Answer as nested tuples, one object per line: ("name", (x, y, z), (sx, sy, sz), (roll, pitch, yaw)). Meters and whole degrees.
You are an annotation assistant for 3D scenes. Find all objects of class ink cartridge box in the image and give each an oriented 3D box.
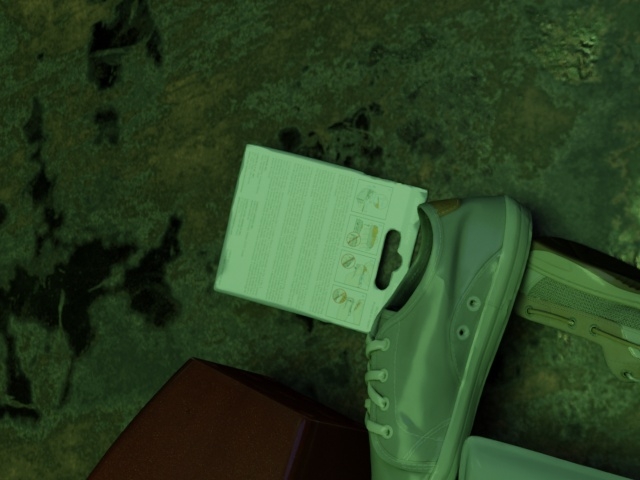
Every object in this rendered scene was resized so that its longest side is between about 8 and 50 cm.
("ink cartridge box", (0.000, 0.000, 1.352), (0.232, 0.066, 0.189), (15, 96, 11))

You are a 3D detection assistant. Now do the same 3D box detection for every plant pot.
("plant pot", (-0.085, 0.281, 1.274), (0.267, 0.267, 0.236), (22, 87, 31))

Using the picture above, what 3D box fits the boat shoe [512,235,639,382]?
("boat shoe", (0.324, 0.091, 1.104), (0.302, 0.109, 0.098), (27, 107, 36))

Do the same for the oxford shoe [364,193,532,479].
("oxford shoe", (0.100, 0.157, 1.191), (0.130, 0.169, 0.450), (16, 91, -5))

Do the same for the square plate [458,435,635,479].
("square plate", (0.261, 0.387, 1.031), (0.347, 0.049, 0.344), (10, 99, 32))
